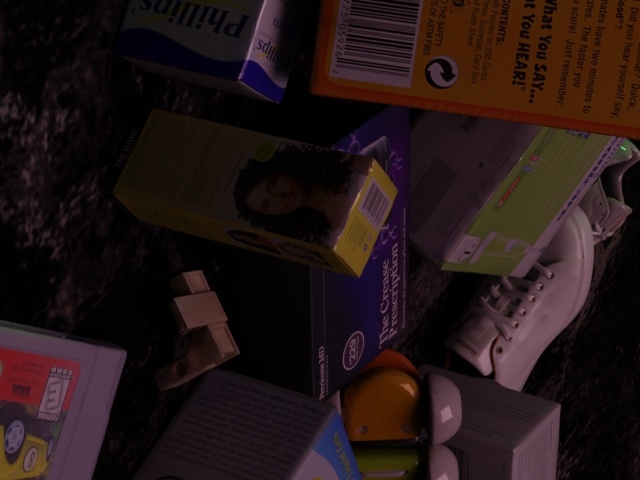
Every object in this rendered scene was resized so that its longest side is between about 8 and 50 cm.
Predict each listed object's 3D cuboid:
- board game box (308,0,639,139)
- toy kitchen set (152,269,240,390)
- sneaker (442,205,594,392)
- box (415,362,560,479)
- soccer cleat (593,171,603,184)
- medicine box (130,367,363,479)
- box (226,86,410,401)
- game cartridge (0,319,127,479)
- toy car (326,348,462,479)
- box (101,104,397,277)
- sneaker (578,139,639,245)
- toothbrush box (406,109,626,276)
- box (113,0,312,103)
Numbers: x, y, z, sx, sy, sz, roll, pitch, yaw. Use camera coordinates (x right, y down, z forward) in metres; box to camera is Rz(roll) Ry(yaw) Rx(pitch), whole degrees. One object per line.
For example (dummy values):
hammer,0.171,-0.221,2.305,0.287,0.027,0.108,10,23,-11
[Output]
board game box,0.198,-0.292,1.655,0.356,0.356,0.356,-69,167,-79
toy kitchen set,-0.131,0.080,1.715,0.068,0.075,0.083,-7,70,-63
sneaker,0.217,0.087,2.212,0.123,0.106,0.290,-12,129,-53
box,0.159,0.256,2.156,0.119,0.181,0.182,-35,132,-49
soccer cleat,0.261,-0.206,2.225,0.109,0.116,0.318,11,76,-39
medicine box,-0.083,0.317,1.790,0.289,0.149,0.263,-56,146,-32
box,0.000,0.000,1.839,0.184,0.103,0.261,-35,133,-46
game cartridge,-0.263,0.157,1.496,0.294,0.060,0.196,18,92,-61
toy car,0.061,0.197,2.024,0.136,0.159,0.182,-101,-170,-65
box,-0.060,-0.042,1.570,0.058,0.232,0.087,48,60,-54
sneaker,0.308,-0.017,2.353,0.099,0.121,0.262,23,83,-61
toothbrush box,0.186,-0.078,2.014,0.206,0.122,0.283,-55,158,12
box,-0.081,-0.194,1.571,0.072,0.126,0.137,24,82,-63
